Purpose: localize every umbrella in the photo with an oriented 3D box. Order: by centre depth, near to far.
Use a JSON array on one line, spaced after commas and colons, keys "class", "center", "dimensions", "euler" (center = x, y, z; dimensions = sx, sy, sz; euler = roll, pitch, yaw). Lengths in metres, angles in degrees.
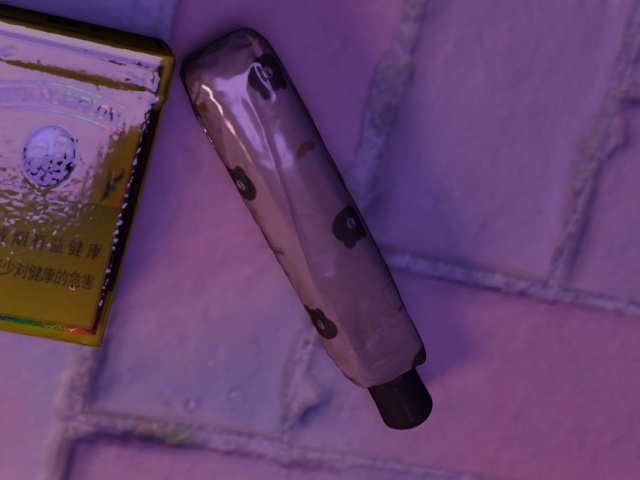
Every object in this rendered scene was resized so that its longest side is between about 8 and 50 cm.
[{"class": "umbrella", "center": [0.000, 0.000, 1.301], "dimensions": [0.073, 0.067, 0.337], "euler": [-25, 114, 8]}]

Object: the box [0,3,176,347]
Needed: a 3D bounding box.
[{"class": "box", "center": [-0.195, -0.045, 1.237], "dimensions": [0.141, 0.064, 0.220], "euler": [12, 105, -18]}]
